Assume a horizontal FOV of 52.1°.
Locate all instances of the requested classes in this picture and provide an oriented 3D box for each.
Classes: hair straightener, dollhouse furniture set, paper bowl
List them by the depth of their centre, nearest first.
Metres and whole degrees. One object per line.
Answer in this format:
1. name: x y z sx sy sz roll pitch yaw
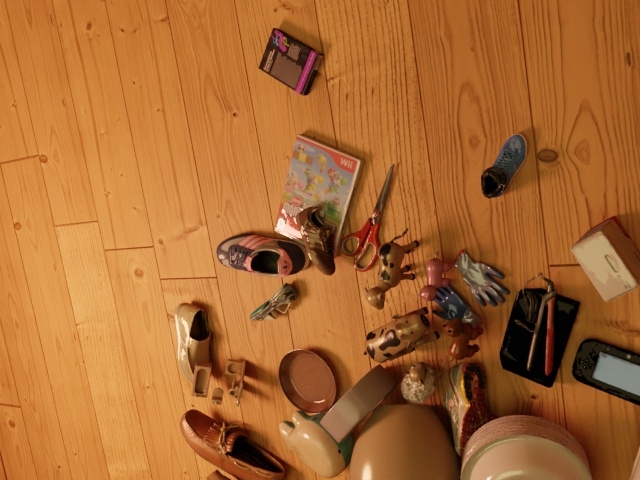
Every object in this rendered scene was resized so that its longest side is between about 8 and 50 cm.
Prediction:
1. hair straightener: 0.472 0.181 1.449 0.089 0.047 0.230 6 104 32
2. paper bowl: 0.457 0.546 1.457 0.285 0.148 0.284 4 107 14
3. dollhouse furniture set: -0.315 0.447 1.987 0.151 0.123 0.144 9 112 -7

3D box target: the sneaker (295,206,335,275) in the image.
1. sneaker: 0.000 0.000 1.716 0.071 0.066 0.188 -30 85 33

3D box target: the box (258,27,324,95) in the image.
1. box: -0.079 -0.466 1.706 0.162 0.029 0.116 35 117 19

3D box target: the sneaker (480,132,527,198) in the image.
1. sneaker: 0.401 -0.161 1.437 0.058 0.085 0.152 33 117 22

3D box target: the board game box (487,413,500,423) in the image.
1. board game box: 0.464 0.625 1.617 0.208 0.056 0.346 22 113 22

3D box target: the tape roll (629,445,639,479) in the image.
1. tape roll: 0.747 0.489 1.280 0.246 0.246 0.169 17 110 29

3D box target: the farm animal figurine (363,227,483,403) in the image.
1. farm animal figurine: 0.201 0.191 1.575 0.330 0.172 0.326 53 133 27

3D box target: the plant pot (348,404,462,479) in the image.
1. plant pot: 0.210 0.508 1.637 0.284 0.284 0.190 -10 73 34

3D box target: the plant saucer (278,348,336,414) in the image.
1. plant saucer: -0.032 0.402 1.886 0.199 0.036 0.198 8 106 30

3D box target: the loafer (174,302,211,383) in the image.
1. loafer: -0.394 0.327 2.060 0.092 0.102 0.268 -8 97 40

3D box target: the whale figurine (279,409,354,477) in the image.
1. whale figurine: -0.008 0.565 1.872 0.272 0.141 0.216 -9 111 57

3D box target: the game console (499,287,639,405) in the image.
1. game console: 0.588 0.250 1.444 0.362 0.044 0.213 20 112 27

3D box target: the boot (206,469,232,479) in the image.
1. boot: -0.266 0.825 2.065 0.115 0.112 0.305 33 152 46

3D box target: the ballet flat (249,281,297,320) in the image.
1. ballet flat: -0.134 0.194 1.886 0.188 0.070 0.070 -42 78 36

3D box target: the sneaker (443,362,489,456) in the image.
1. sneaker: 0.352 0.412 1.598 0.093 0.088 0.225 -15 70 60

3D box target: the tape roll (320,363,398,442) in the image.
1. tape roll: 0.101 0.421 1.693 0.072 0.219 0.219 45 121 15

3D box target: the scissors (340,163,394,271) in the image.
1. scissors: 0.148 -0.049 1.671 0.109 0.021 0.297 43 120 20

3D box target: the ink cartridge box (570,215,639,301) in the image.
1. ink cartridge box: 0.582 0.034 1.314 0.072 0.175 0.127 -36 81 34

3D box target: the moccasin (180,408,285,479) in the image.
1. moccasin: -0.276 0.645 2.040 0.380 0.139 0.146 34 117 21

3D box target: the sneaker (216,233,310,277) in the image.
1. sneaker: -0.191 0.044 1.841 0.319 0.131 0.112 0 102 33

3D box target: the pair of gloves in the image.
1. pair of gloves: 0.351 0.128 1.580 0.159 0.023 0.198 45 120 18

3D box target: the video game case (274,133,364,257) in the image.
1. video game case: -0.009 -0.117 1.749 0.204 0.025 0.285 26 114 25
